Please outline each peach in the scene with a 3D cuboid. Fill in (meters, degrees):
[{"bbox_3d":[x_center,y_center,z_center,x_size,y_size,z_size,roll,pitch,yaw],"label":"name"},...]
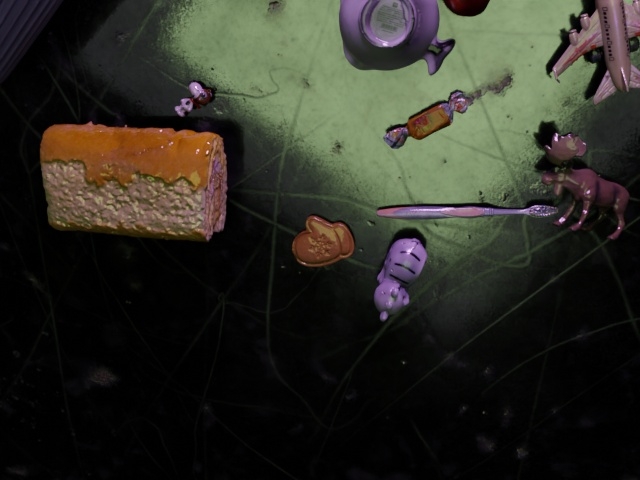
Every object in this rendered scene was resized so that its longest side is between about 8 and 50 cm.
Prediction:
[{"bbox_3d":[0.274,-0.468,1.237,0.100,0.101,0.101,3,109,8],"label":"peach"}]

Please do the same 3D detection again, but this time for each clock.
[{"bbox_3d":[0.169,0.081,1.431,0.080,0.117,0.176,22,110,0],"label":"clock"}]

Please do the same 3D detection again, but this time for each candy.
[{"bbox_3d":[0.214,-0.238,1.352,0.182,0.046,0.053,-27,100,11],"label":"candy"}]

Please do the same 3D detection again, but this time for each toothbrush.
[{"bbox_3d":[0.306,-0.059,1.407,0.375,0.037,0.028,0,89,11],"label":"toothbrush"}]

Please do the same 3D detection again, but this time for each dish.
[{"bbox_3d":[0.141,-0.415,1.283,0.246,0.078,0.224,33,109,-4],"label":"dish"}]

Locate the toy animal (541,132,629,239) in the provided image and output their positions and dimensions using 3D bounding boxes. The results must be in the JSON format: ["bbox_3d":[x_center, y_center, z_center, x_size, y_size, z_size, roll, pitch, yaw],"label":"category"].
[{"bbox_3d":[0.516,-0.111,1.322,0.214,0.094,0.186,13,98,-17],"label":"toy animal"}]

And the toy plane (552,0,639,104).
[{"bbox_3d":[0.537,-0.380,1.227,0.228,0.092,0.244,-14,106,15],"label":"toy plane"}]

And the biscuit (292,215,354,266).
[{"bbox_3d":[0.000,0.001,1.479,0.140,0.023,0.118,-22,105,16],"label":"biscuit"}]

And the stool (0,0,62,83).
[{"bbox_3d":[-0.655,-0.494,1.275,0.297,0.297,0.330,42,114,-7],"label":"stool"}]

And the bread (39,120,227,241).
[{"bbox_3d":[-0.395,-0.130,1.421,0.375,0.165,0.237,3,107,9],"label":"bread"}]

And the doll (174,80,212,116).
[{"bbox_3d":[-0.268,-0.293,1.411,0.058,0.040,0.085,37,106,8],"label":"doll"}]
